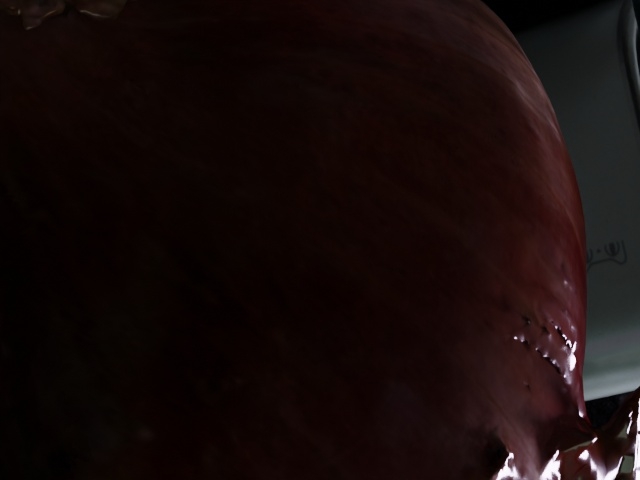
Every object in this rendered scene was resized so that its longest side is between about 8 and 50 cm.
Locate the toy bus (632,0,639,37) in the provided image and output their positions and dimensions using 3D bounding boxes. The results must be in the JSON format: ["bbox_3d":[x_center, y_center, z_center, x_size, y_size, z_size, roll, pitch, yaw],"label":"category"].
[{"bbox_3d":[0.298,-0.128,0.964,0.256,0.128,0.147,-14,176,-10],"label":"toy bus"}]

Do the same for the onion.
[{"bbox_3d":[-0.055,0.039,0.699,0.354,0.353,0.353,-12,177,-1],"label":"onion"}]

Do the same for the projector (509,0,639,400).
[{"bbox_3d":[0.195,-0.022,1.313,0.249,0.248,0.248,-17,173,42],"label":"projector"}]
